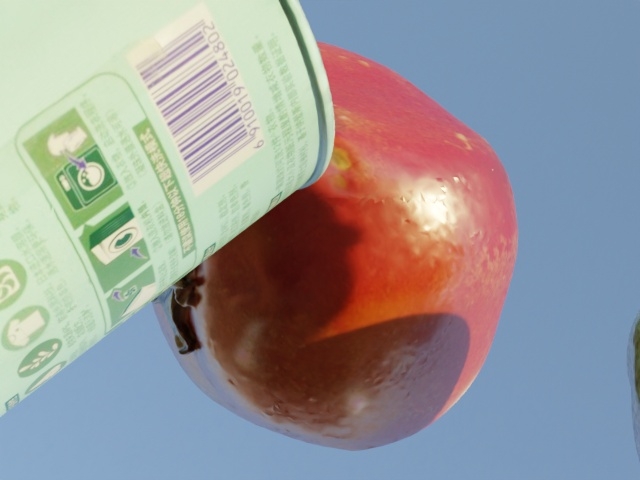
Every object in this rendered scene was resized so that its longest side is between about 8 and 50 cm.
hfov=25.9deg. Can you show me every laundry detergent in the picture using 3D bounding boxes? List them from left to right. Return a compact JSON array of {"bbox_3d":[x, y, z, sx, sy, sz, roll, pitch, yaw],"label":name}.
[{"bbox_3d":[-0.197,-0.056,0.689,0.287,0.305,0.287,45,-20,21],"label":"laundry detergent"}]

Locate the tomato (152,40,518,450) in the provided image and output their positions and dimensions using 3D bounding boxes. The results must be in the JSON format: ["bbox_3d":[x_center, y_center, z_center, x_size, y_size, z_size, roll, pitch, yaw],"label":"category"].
[{"bbox_3d":[0.000,0.000,1.101,0.290,0.325,0.293,-10,-60,-24],"label":"tomato"}]

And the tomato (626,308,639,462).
[{"bbox_3d":[0.333,0.101,0.839,0.303,0.239,0.303,-1,-86,-15],"label":"tomato"}]
